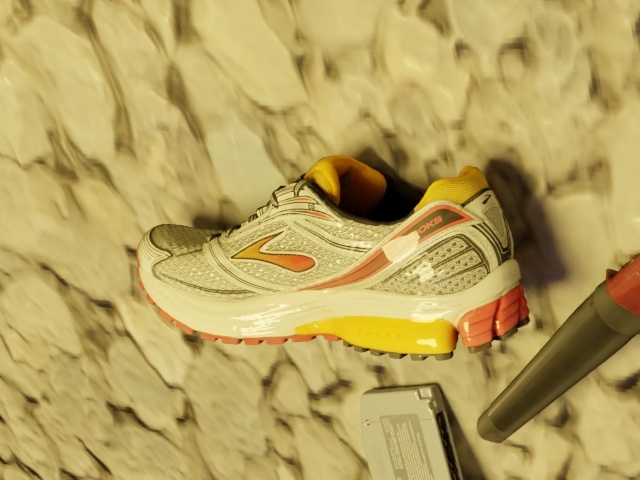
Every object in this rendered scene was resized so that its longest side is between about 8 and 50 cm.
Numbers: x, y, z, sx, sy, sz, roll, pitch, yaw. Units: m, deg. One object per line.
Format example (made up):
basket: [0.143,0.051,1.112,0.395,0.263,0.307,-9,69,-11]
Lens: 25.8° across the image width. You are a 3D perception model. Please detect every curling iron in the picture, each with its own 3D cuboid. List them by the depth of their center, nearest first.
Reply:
curling iron: [0.138,0.014,0.650,0.068,0.035,0.274,35,137,8]

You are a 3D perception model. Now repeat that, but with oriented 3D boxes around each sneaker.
sneaker: [0.000,0.000,0.707,0.225,0.088,0.093,0,106,33]

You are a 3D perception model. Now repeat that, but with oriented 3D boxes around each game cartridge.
game cartridge: [0.052,0.123,0.797,0.056,0.017,0.083,-9,99,35]
